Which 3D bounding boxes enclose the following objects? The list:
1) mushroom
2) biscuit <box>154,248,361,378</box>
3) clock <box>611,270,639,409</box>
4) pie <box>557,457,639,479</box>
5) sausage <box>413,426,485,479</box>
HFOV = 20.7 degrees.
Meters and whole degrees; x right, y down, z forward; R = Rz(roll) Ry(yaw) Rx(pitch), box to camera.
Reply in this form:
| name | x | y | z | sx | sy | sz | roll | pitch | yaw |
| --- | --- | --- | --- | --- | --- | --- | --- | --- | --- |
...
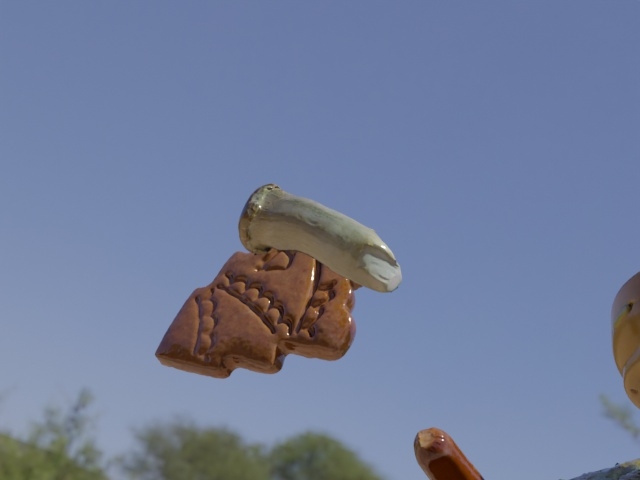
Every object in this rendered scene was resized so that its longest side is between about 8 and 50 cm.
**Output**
| name | x | y | z | sx | sy | sz | roll | pitch | yaw |
| --- | --- | --- | --- | --- | --- | --- | --- | --- | --- |
| mushroom | 0.000 | 0.000 | 1.958 | 0.209 | 0.084 | 0.071 | 23 | -46 | 31 |
| biscuit | -0.080 | 0.088 | 2.299 | 0.043 | 0.306 | 0.284 | 61 | 4 | -41 |
| clock | 0.500 | 0.112 | 2.200 | 0.244 | 0.200 | 0.317 | 19 | -39 | -11 |
| pie | 0.262 | 0.337 | 1.731 | 0.395 | 0.180 | 0.418 | -22 | -2 | -27 |
| sausage | 0.125 | 0.220 | 1.648 | 0.041 | 0.039 | 0.131 | -23 | -45 | 16 |
